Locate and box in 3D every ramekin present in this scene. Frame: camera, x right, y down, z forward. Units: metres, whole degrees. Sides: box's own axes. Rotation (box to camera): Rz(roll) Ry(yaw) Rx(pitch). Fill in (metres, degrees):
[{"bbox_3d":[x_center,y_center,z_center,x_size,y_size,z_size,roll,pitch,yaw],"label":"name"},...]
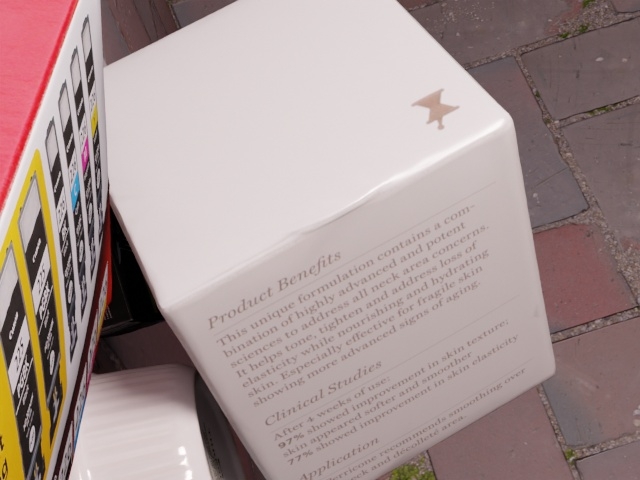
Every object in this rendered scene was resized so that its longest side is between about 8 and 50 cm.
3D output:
[{"bbox_3d":[-0.146,0.242,1.052,0.273,0.127,0.273,-18,90,-88],"label":"ramekin"}]

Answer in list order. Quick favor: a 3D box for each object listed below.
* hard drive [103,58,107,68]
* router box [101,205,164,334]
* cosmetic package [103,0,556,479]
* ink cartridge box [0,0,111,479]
[{"bbox_3d":[-0.327,-0.220,1.549,0.319,0.040,0.210,71,1,-54],"label":"hard drive"},{"bbox_3d":[-0.259,-0.048,1.200,0.243,0.081,0.309,55,17,-85],"label":"router box"},{"bbox_3d":[0.000,0.000,1.108,0.327,0.329,0.394,57,-8,42],"label":"cosmetic package"},{"bbox_3d":[-0.160,0.024,0.382,0.309,0.130,0.272,-90,-175,-49],"label":"ink cartridge box"}]
